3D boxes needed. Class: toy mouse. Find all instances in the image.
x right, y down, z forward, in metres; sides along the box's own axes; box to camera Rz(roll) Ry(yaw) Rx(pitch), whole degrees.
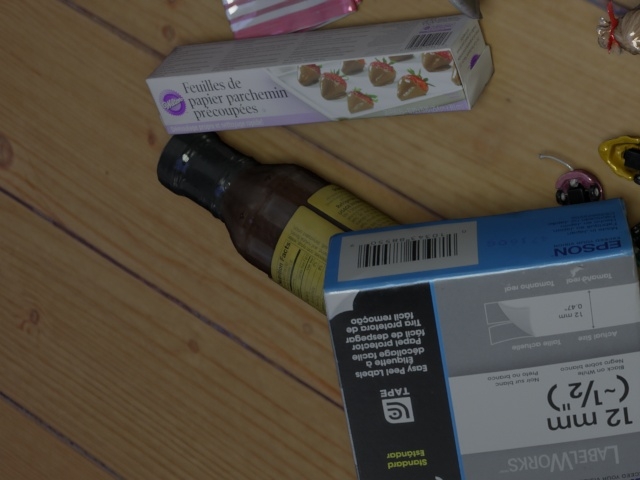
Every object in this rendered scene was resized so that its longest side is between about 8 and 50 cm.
[{"bbox_3d":[0.254,-0.024,1.486,0.161,0.031,0.143,17,117,30],"label":"toy mouse"}]

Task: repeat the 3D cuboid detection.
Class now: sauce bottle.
[{"bbox_3d":[0.000,0.000,1.630,0.344,0.111,0.111,34,125,23],"label":"sauce bottle"}]

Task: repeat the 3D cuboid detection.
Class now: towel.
[{"bbox_3d":[-0.053,-0.279,1.607,0.144,0.029,0.197,-16,98,38],"label":"towel"}]

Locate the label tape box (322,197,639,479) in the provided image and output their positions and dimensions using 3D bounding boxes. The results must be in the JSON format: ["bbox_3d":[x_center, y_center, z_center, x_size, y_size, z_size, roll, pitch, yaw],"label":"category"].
[{"bbox_3d":[0.153,0.153,1.488,0.249,0.115,0.348,-8,113,7],"label":"label tape box"}]

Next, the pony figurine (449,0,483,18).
[{"bbox_3d":[0.060,-0.337,1.341,0.363,0.351,0.303,-43,84,20],"label":"pony figurine"}]

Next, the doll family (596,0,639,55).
[{"bbox_3d":[0.311,-0.209,1.286,0.263,0.163,0.118,-6,104,37],"label":"doll family"}]

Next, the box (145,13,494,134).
[{"bbox_3d":[-0.004,-0.146,1.581,0.324,0.067,0.063,-3,124,31],"label":"box"}]
